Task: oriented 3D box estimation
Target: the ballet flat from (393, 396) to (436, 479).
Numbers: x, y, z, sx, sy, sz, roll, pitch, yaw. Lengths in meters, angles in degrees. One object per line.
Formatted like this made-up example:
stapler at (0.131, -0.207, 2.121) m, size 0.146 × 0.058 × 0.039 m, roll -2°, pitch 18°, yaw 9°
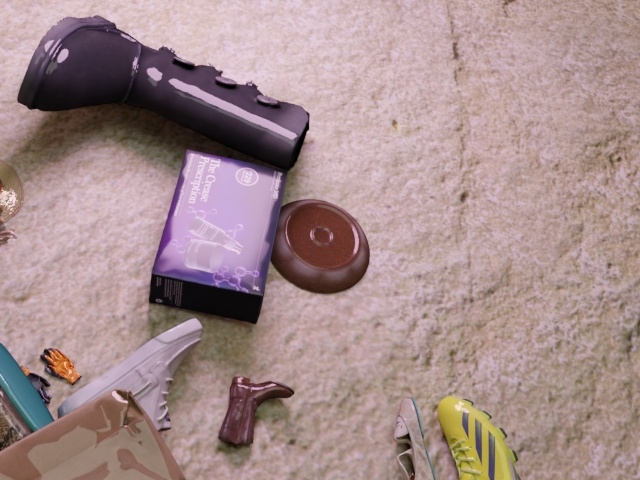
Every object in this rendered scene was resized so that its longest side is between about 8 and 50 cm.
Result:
ballet flat at (0.144, 0.331, 1.556) m, size 0.052 × 0.057 × 0.168 m, roll -8°, pitch 61°, yaw -12°

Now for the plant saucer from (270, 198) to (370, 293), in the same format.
plant saucer at (0.000, 0.000, 1.730) m, size 0.198 × 0.036 × 0.199 m, roll 9°, pitch 55°, yaw -14°

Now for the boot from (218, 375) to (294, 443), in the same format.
boot at (-0.100, 0.275, 1.514) m, size 0.106 × 0.037 × 0.114 m, roll 8°, pitch 52°, yaw 1°

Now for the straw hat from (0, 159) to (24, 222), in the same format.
straw hat at (-0.555, -0.098, 1.580) m, size 0.144 × 0.061 × 0.144 m, roll 10°, pitch 55°, yaw -14°

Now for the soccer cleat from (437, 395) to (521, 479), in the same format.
soccer cleat at (0.259, 0.381, 1.541) m, size 0.121 × 0.093 × 0.289 m, roll -22°, pitch 67°, yaw -23°

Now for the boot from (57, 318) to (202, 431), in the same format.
boot at (-0.259, 0.233, 1.463) m, size 0.258 × 0.095 × 0.123 m, roll -35°, pitch 81°, yaw -25°

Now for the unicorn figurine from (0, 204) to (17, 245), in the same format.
unicorn figurine at (-0.563, -0.042, 1.520) m, size 0.162 × 0.111 × 0.060 m, roll 54°, pitch 25°, yaw -4°

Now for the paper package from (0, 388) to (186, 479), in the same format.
paper package at (-0.349, 0.371, 1.185) m, size 0.309 × 0.325 × 0.168 m, roll -28°, pitch 71°, yaw -32°

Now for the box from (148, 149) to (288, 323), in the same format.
box at (-0.168, -0.009, 1.624) m, size 0.184 × 0.103 × 0.261 m, roll 13°, pitch 55°, yaw -6°

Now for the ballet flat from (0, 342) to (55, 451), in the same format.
ballet flat at (-0.530, 0.145, 1.379) m, size 0.182 × 0.164 × 0.483 m, roll -28°, pitch 73°, yaw -4°

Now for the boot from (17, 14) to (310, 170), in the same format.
boot at (-0.244, -0.228, 1.660) m, size 0.445 × 0.146 × 0.367 m, roll 27°, pitch 26°, yaw -3°

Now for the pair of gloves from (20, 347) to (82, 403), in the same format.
pair of gloves at (-0.414, 0.204, 1.465) m, size 0.074 × 0.010 × 0.083 m, roll 44°, pitch 56°, yaw 11°
